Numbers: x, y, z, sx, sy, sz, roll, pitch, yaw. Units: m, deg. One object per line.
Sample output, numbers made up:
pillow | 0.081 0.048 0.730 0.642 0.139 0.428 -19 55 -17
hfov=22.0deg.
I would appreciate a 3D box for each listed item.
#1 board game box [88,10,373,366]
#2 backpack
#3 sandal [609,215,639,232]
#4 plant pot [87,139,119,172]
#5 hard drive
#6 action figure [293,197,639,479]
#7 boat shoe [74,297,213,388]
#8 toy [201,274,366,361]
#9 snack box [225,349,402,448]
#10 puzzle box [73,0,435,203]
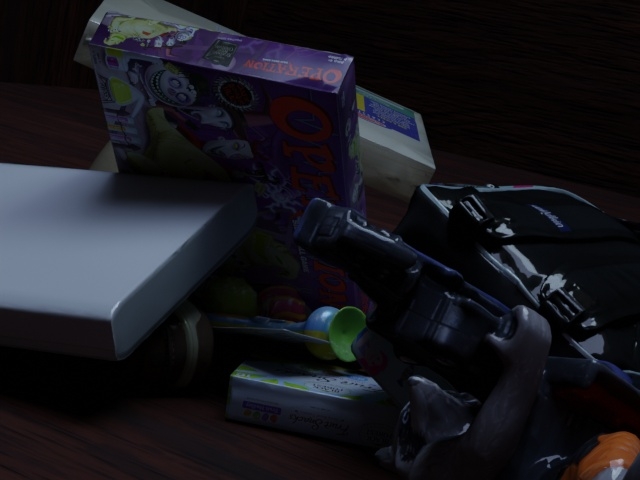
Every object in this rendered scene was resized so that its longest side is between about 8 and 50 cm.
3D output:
board game box | -0.064 -0.033 1.371 0.208 0.347 0.056 9 51 13
backpack | 0.166 0.066 1.195 0.253 0.191 0.225 -9 47 -49
sandal | 0.349 0.031 2.000 0.167 0.107 0.446 14 9 25
plant pot | -0.118 -0.044 1.679 0.284 0.191 0.284 11 9 -2
hard drive | -0.257 0.004 1.294 0.353 0.047 0.233 5 28 24
action figure | 0.106 0.131 0.886 0.341 0.178 0.330 33 -5 -21
boat shoe | -0.193 0.048 1.325 0.095 0.095 0.257 -5 16 -39
toy | -0.048 0.060 1.342 0.137 0.056 0.237 16 -6 -39
snack box | 0.006 0.122 1.251 0.141 0.037 0.100 10 10 7
puzzle box | -0.068 -0.172 1.878 0.409 0.052 0.272 23 15 -7
